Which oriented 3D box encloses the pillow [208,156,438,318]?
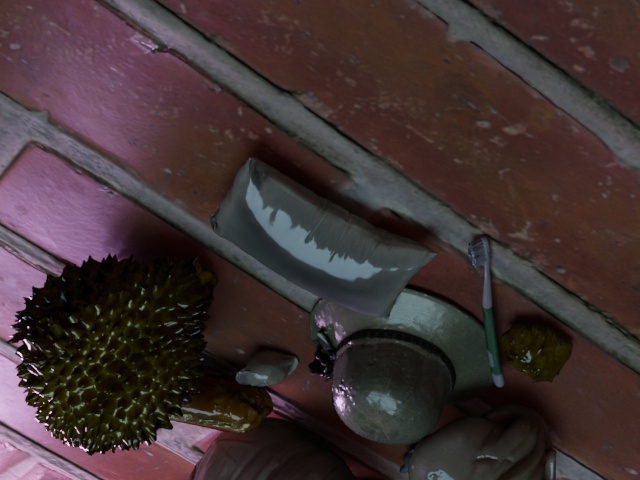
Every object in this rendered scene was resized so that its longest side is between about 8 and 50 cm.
[{"bbox_3d":[0.001,0.000,1.630,0.254,0.078,0.144,28,134,-10],"label":"pillow"}]

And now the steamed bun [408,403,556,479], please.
[{"bbox_3d":[0.220,0.325,1.822,0.211,0.144,0.218,-19,141,-24],"label":"steamed bun"}]

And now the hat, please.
[{"bbox_3d":[0.089,0.180,1.772,0.257,0.130,0.257,12,141,10],"label":"hat"}]

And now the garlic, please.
[{"bbox_3d":[-0.058,0.407,1.985,0.317,0.259,0.317,42,155,25],"label":"garlic"}]

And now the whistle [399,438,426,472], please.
[{"bbox_3d":[0.138,0.305,1.981,0.035,0.035,0.100,27,143,-10],"label":"whistle"}]

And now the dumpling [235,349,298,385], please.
[{"bbox_3d":[-0.071,0.179,1.898,0.052,0.076,0.057,26,142,32],"label":"dumpling"}]

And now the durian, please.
[{"bbox_3d":[-0.259,0.136,1.785,0.293,0.258,0.258,-20,128,33],"label":"durian"}]

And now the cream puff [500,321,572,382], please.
[{"bbox_3d":[0.259,0.135,1.701,0.083,0.058,0.083,1,137,19],"label":"cream puff"}]

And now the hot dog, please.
[{"bbox_3d":[-0.199,0.210,1.950,0.268,0.115,0.072,9,113,10],"label":"hot dog"}]

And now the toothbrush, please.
[{"bbox_3d":[0.202,0.091,1.689,0.024,0.018,0.257,-27,135,-12],"label":"toothbrush"}]
